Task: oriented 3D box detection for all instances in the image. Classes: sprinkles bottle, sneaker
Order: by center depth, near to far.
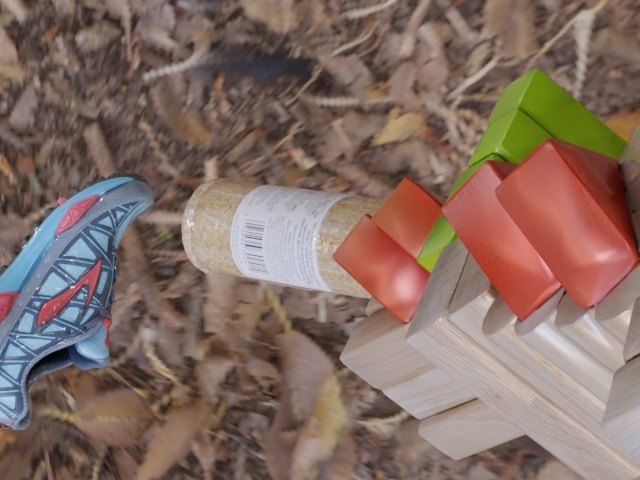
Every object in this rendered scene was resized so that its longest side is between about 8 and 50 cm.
[{"bbox_3d":[-0.221,0.059,1.436,0.125,0.104,0.262,38,77,8],"label":"sneaker"},{"bbox_3d":[0.000,0.000,1.854,0.121,0.355,0.121,-10,104,-47],"label":"sprinkles bottle"}]

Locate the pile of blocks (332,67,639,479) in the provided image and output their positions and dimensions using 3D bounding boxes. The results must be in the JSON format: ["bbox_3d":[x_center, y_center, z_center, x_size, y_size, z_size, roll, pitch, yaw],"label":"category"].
[{"bbox_3d":[0.090,-0.005,0.475,0.113,0.362,0.149,38,82,-14],"label":"pile of blocks"}]
